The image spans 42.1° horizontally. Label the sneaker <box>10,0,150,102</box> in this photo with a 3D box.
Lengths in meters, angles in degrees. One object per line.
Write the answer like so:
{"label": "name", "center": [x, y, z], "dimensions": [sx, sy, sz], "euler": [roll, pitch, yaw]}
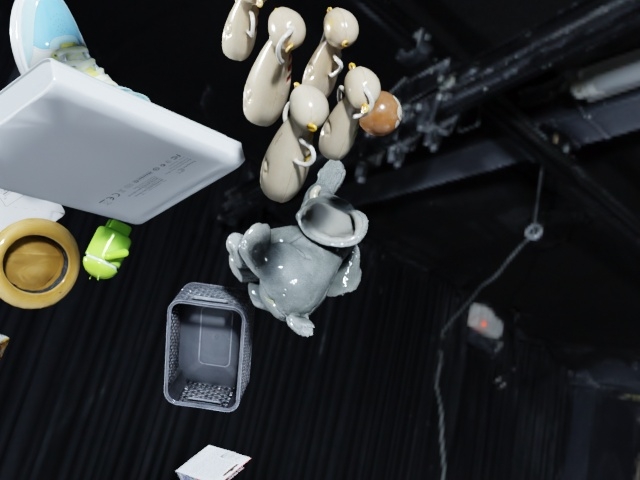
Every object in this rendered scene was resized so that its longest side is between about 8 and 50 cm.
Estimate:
{"label": "sneaker", "center": [-0.342, -0.237, 1.262], "dimensions": [0.208, 0.127, 0.318], "euler": [1, -68, 38]}

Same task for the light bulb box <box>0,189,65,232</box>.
{"label": "light bulb box", "center": [-0.792, -0.184, 1.801], "dimensions": [0.361, 0.225, 0.357], "euler": [32, -27, 44]}

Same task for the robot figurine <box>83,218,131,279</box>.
{"label": "robot figurine", "center": [-0.390, 0.019, 1.521], "dimensions": [0.067, 0.115, 0.101], "euler": [31, -16, -28]}

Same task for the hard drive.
{"label": "hard drive", "center": [-0.263, -0.102, 0.995], "dimensions": [0.203, 0.040, 0.308], "euler": [-27, -24, 26]}

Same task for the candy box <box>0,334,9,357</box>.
{"label": "candy box", "center": [-0.529, 0.216, 1.147], "dimensions": [0.088, 0.182, 0.316], "euler": [24, -7, -11]}

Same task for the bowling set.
{"label": "bowling set", "center": [0.010, -0.191, 0.934], "dimensions": [0.200, 0.287, 0.154], "euler": [-6, -32, -24]}

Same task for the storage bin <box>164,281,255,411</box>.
{"label": "storage bin", "center": [-0.175, 0.168, 1.321], "dimensions": [0.122, 0.180, 0.084], "euler": [7, 17, 5]}

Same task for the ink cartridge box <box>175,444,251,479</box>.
{"label": "ink cartridge box", "center": [-0.143, 0.317, 1.139], "dimensions": [0.115, 0.063, 0.029], "euler": [-4, -66, 52]}

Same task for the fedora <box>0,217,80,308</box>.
{"label": "fedora", "center": [-0.575, 0.042, 1.643], "dimensions": [0.079, 0.194, 0.194], "euler": [10, -20, 46]}

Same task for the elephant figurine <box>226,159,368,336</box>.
{"label": "elephant figurine", "center": [0.000, 0.000, 1.193], "dimensions": [0.186, 0.239, 0.169], "euler": [62, -21, -6]}
